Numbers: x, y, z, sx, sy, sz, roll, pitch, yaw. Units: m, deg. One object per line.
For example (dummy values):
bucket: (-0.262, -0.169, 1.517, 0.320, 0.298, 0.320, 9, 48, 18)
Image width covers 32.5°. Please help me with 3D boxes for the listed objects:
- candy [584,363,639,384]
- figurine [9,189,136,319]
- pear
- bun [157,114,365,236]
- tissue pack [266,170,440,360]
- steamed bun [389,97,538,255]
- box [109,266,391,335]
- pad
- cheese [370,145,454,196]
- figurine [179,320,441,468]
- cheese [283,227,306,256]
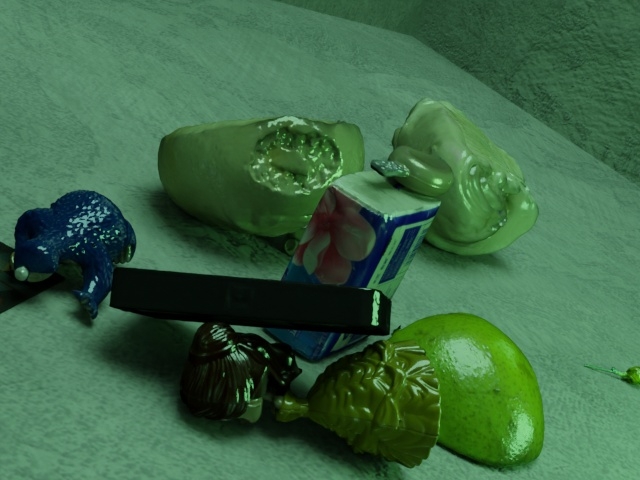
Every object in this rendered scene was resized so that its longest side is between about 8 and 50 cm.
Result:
candy: (0.550, 0.243, 2.047, 0.123, 0.035, 0.035, 12, -9, -6)
figurine: (-0.347, -0.004, 1.540, 0.164, 0.121, 0.262, 26, 21, -6)
pear: (0.237, 0.224, 1.633, 0.288, 0.139, 0.239, 6, 36, -36)
bun: (-0.100, -0.108, 1.920, 0.364, 0.202, 0.364, -2, 3, 0)
tissue pack: (0.044, 0.032, 1.676, 0.137, 0.270, 0.209, 36, 26, 23)
steamed bun: (0.279, -0.112, 2.319, 0.339, 0.247, 0.352, 29, 21, -38)
box: (-0.085, 0.085, 1.451, 0.350, 0.058, 0.211, 3, -9, 9)
pad: (-0.455, 0.048, 1.477, 0.143, 0.003, 0.211, 28, 22, 10)
cheese: (0.132, -0.110, 1.660, 0.171, 0.047, 0.092, 12, 24, -36)
figurine: (-0.026, 0.200, 1.416, 0.315, 0.168, 0.187, 7, 36, -17)
cheese: (0.000, 0.000, 2.021, 0.097, 0.037, 0.192, 29, 22, 10)
